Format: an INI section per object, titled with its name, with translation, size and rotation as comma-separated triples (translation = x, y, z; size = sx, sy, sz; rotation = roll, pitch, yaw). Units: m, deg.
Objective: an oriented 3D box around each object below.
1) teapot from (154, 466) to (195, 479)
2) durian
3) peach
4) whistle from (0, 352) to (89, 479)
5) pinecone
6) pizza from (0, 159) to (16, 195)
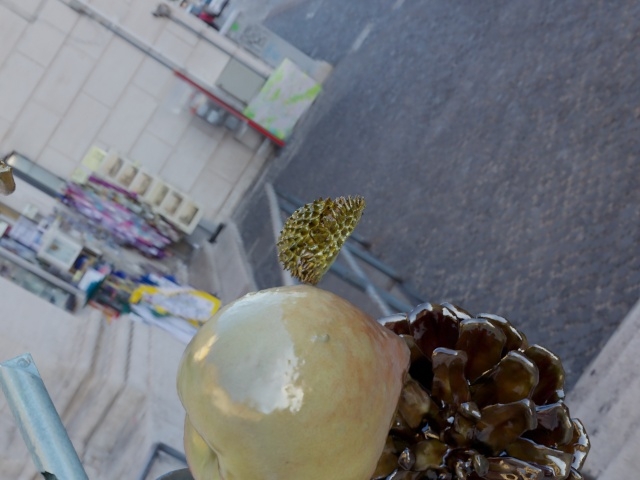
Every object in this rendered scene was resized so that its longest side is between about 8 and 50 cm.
[teapot]
translation = -0.258, 0.551, 1.697
size = 0.239, 0.240, 0.321
rotation = -50, 13, 54
[durian]
translation = 0.000, 0.000, 1.742
size = 0.139, 0.144, 0.252
rotation = -5, -53, -58
[peach]
translation = -0.013, 0.141, 0.775
size = 0.232, 0.233, 0.232
rotation = -52, 17, 22
[whistle]
translation = -0.395, 0.290, 1.252
size = 0.062, 0.062, 0.312
rotation = -51, 56, 23
[pinecone]
translation = 0.182, 0.270, 1.219
size = 0.397, 0.398, 0.397
rotation = -52, 17, 22
[pizza]
translation = -0.639, -0.145, 1.693
size = 0.041, 0.131, 0.178
rotation = -36, -2, -21
